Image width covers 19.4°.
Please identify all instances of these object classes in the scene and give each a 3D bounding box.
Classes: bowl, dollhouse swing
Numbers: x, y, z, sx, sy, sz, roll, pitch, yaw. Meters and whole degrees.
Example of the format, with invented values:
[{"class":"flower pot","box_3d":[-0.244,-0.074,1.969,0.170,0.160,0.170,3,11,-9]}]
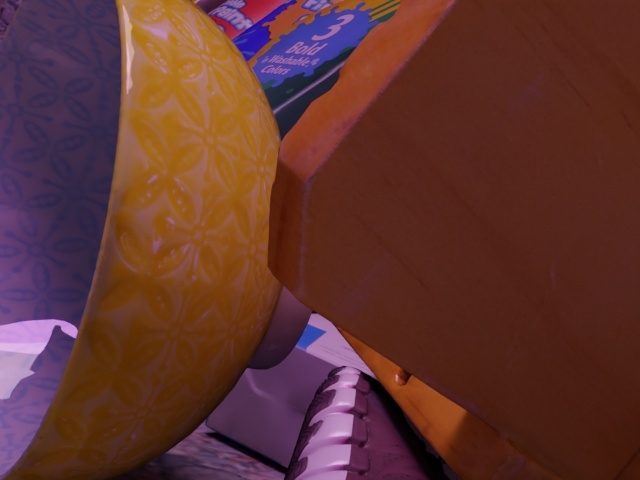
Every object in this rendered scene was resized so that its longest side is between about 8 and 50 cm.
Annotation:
[{"class":"bowl","box_3d":[-0.090,0.002,1.010,0.156,0.289,0.289,12,10,-25]},{"class":"dollhouse swing","box_3d":[0.111,-0.083,0.905,0.305,0.347,0.315,37,6,-29]}]

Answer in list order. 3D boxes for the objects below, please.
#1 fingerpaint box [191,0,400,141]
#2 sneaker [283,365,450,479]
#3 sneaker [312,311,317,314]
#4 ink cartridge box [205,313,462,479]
[{"class":"fingerpaint box","box_3d":[0.024,-0.135,1.451,0.371,0.163,0.445,-37,20,-21]},{"class":"sneaker","box_3d":[0.053,0.158,0.883,0.163,0.106,0.281,19,19,1]},{"class":"sneaker","box_3d":[0.015,0.080,1.312,0.076,0.065,0.166,20,15,22]},{"class":"ink cartridge box","box_3d":[0.058,0.099,1.199,0.134,0.078,0.231,21,14,41]}]
